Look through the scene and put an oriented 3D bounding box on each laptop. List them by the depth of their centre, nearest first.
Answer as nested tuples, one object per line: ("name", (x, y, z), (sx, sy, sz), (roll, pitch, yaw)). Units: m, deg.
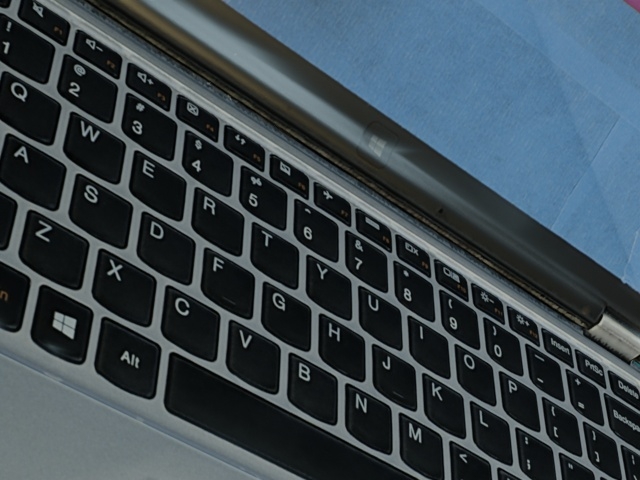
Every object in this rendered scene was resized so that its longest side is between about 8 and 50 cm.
("laptop", (0.078, -0.036, 0.403), (0.382, 0.408, 0.236), (31, 130, -28))

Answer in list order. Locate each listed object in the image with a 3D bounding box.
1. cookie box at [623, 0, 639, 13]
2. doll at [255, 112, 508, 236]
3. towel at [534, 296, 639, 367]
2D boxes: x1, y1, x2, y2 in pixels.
("cookie box", (0.091, -0.133, 0.386), (0.092, 0.040, 0.107), (29, 68, -30))
("doll", (0.000, 0.000, 0.549), (0.189, 0.046, 0.129), (-35, 128, 2))
("towel", (0.103, 0.198, 0.702), (0.271, 0.040, 0.370), (35, 106, -29))
